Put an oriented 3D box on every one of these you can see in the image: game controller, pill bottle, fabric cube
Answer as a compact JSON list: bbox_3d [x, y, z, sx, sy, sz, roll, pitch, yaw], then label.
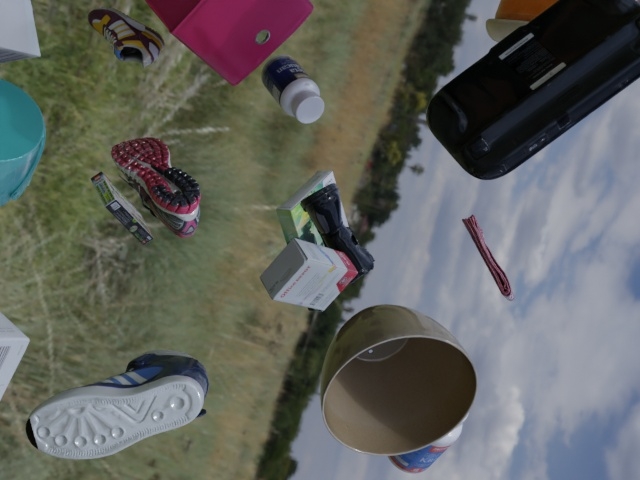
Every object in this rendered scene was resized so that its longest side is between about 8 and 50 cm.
[{"bbox_3d":[0.296,-0.218,1.139,0.319,0.166,0.067,-36,139,3],"label":"game controller"},{"bbox_3d":[-0.059,-0.335,1.910,0.169,0.094,0.094,55,-39,40],"label":"pill bottle"},{"bbox_3d":[0.237,0.414,1.890,0.221,0.124,0.124,118,-7,-46],"label":"pill bottle"},{"bbox_3d":[-0.217,-0.532,1.789,0.254,0.259,0.258,-43,153,7],"label":"fabric cube"}]

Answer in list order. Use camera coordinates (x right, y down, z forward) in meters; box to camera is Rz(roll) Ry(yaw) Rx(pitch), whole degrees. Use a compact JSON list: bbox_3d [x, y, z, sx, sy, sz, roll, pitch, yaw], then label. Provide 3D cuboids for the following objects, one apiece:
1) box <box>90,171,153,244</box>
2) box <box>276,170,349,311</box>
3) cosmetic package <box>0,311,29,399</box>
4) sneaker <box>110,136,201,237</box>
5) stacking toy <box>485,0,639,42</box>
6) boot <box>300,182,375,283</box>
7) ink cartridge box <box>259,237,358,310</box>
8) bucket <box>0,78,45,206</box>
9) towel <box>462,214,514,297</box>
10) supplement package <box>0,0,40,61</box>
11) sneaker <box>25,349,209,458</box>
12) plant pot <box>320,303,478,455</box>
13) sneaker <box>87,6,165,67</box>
[{"bbox_3d":[-0.517,-0.082,2.242,0.036,0.114,0.207,-34,146,-2],"label":"box"},{"bbox_3d":[0.000,0.000,2.354,0.232,0.058,0.322,-47,127,-45],"label":"box"},{"bbox_3d":[-0.572,0.161,1.276,0.151,0.183,0.151,-61,154,10],"label":"cosmetic package"},{"bbox_3d":[-0.358,-0.120,1.835,0.120,0.299,0.112,-21,138,-25],"label":"sneaker"},{"bbox_3d":[0.504,-0.563,1.532,0.350,0.350,0.480,-68,166,-76],"label":"stacking toy"},{"bbox_3d":[0.046,-0.010,1.943,0.094,0.207,0.246,-30,171,-3],"label":"boot"},{"bbox_3d":[-0.025,0.075,1.865,0.127,0.175,0.072,-48,-128,20],"label":"ink cartridge box"},{"bbox_3d":[-0.786,-0.237,1.997,0.183,0.281,0.281,-43,-159,47],"label":"bucket"},{"bbox_3d":[0.477,0.056,2.379,0.237,0.037,0.329,64,10,12],"label":"towel"},{"bbox_3d":[-0.672,-0.427,1.554,0.262,0.198,0.199,-40,121,-81],"label":"supplement package"},{"bbox_3d":[-0.370,0.297,1.613,0.236,0.322,0.130,-135,-147,-79],"label":"sneaker"},{"bbox_3d":[0.126,0.228,1.581,0.191,0.284,0.284,-107,-150,-56],"label":"plant pot"},{"bbox_3d":[-0.426,-0.430,1.813,0.084,0.185,0.070,-59,166,-30],"label":"sneaker"}]
